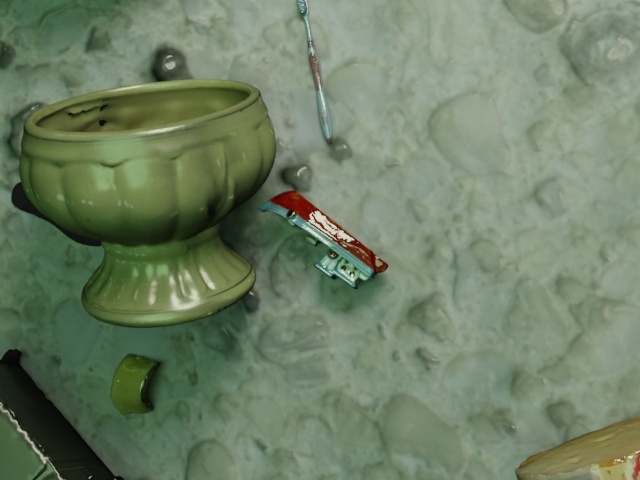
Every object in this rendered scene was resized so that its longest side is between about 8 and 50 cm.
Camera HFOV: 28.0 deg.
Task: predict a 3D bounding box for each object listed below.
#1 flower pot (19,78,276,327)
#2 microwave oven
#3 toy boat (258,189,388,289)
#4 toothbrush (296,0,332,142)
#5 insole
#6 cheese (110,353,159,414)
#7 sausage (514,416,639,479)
[{"bbox_3d":[-0.197,-0.047,1.529,0.308,0.307,0.244,0,109,15],"label":"flower pot"},{"bbox_3d":[-0.401,0.284,1.637,0.178,0.188,0.247,-45,76,6],"label":"microwave oven"},{"bbox_3d":[0.000,0.000,1.578,0.173,0.069,0.058,38,91,9],"label":"toy boat"},{"bbox_3d":[-0.007,-0.216,1.604,0.013,0.019,0.193,-11,89,15],"label":"toothbrush"},{"bbox_3d":[-0.346,-0.036,1.707,0.153,0.002,0.053,22,97,14],"label":"insole"},{"bbox_3d":[-0.241,0.194,1.661,0.060,0.041,0.084,11,103,28],"label":"cheese"},{"bbox_3d":[0.366,0.348,1.402,0.233,0.233,0.287,-22,84,15],"label":"sausage"}]
